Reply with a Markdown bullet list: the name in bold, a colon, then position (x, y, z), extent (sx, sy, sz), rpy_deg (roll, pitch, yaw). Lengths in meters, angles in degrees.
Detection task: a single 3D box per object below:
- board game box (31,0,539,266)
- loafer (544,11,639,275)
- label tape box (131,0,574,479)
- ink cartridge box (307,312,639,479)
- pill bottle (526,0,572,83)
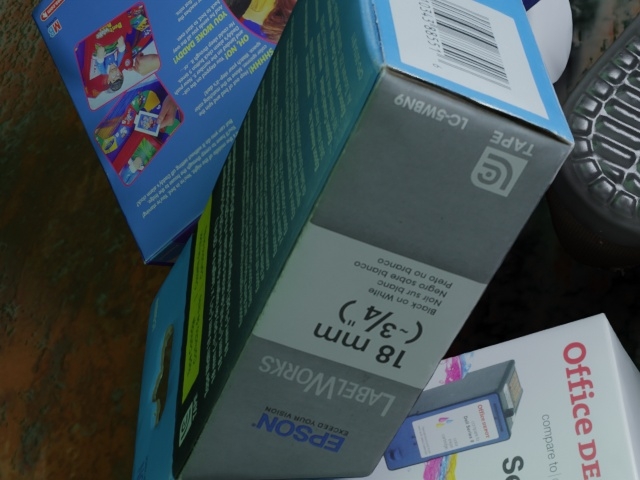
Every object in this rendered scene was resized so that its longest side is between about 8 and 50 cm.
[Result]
- **board game box**: position (-0.031, -0.171, 0.939), extent (0.347, 0.078, 0.233), rpy_deg (-38, 67, 27)
- **loafer**: position (0.246, -0.116, 0.822), extent (0.366, 0.130, 0.134), rpy_deg (-40, 78, -24)
- **label tape box**: position (0.000, 0.000, 0.765), extent (0.241, 0.106, 0.334), rpy_deg (-93, 26, -55)
- **ink cartridge box**: position (0.082, 0.149, 0.743), extent (0.212, 0.093, 0.154), rpy_deg (-17, 48, 18)
- **pill bottle**: position (0.081, -0.151, 0.972), extent (0.184, 0.103, 0.103), rpy_deg (6, 59, 35)
